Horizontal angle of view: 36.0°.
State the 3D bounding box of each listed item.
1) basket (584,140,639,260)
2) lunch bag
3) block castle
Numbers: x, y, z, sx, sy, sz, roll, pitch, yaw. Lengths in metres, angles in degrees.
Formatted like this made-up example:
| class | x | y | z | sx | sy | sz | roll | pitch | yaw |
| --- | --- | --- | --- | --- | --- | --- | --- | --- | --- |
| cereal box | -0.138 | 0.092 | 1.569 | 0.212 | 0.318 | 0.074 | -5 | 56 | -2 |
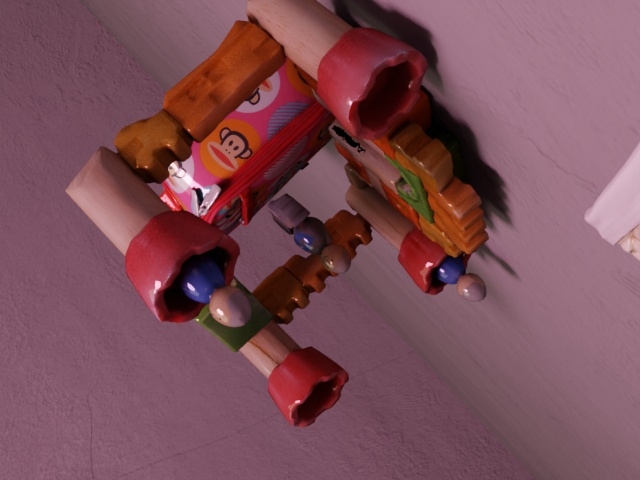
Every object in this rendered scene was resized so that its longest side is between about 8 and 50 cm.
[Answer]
| class | x | y | z | sx | sy | sz | roll | pitch | yaw |
| --- | --- | --- | --- | --- | --- | --- | --- | --- | --- |
| basket | 0.190 | -0.033 | 0.381 | 0.103 | 0.113 | 0.167 | 43 | 173 | 12 |
| lunch bag | -0.098 | -0.099 | 1.166 | 0.120 | 0.258 | 0.293 | 47 | 174 | 1 |
| block castle | 0.000 | 0.000 | 0.955 | 0.213 | 0.303 | 0.453 | 42 | 173 | 27 |
